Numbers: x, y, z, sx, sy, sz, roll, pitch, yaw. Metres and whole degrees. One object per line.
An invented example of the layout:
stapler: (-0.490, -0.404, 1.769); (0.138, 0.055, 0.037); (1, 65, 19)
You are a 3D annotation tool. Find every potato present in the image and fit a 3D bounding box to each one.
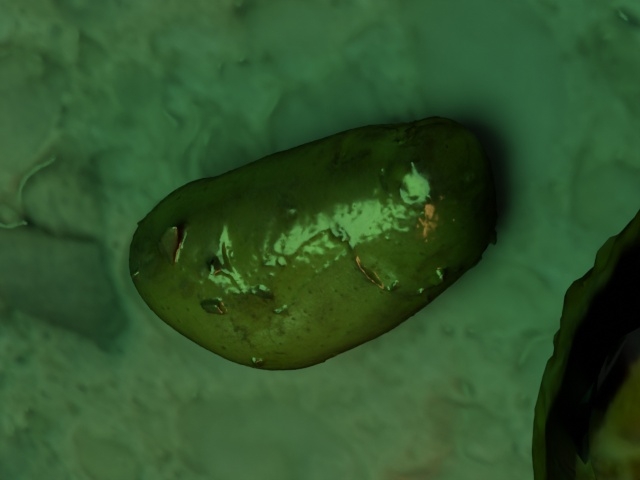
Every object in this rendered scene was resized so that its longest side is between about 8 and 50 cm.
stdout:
potato: (0.000, 0.000, 0.896); (0.188, 0.085, 0.105); (-25, 113, 29)

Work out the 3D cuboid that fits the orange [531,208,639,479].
orange: (0.257, 0.111, 0.709); (0.368, 0.210, 0.271); (29, 120, 17)
